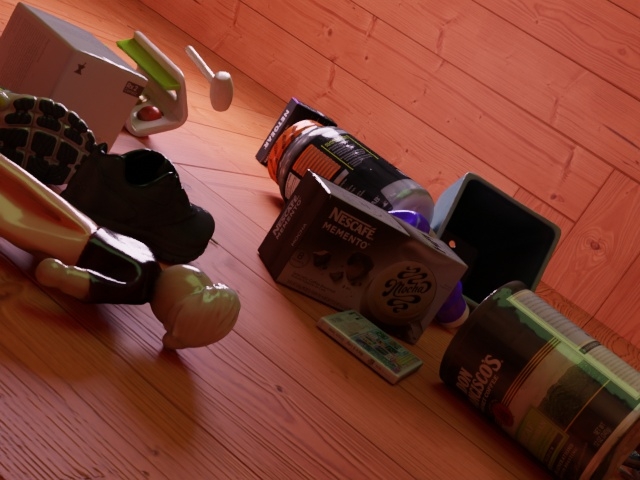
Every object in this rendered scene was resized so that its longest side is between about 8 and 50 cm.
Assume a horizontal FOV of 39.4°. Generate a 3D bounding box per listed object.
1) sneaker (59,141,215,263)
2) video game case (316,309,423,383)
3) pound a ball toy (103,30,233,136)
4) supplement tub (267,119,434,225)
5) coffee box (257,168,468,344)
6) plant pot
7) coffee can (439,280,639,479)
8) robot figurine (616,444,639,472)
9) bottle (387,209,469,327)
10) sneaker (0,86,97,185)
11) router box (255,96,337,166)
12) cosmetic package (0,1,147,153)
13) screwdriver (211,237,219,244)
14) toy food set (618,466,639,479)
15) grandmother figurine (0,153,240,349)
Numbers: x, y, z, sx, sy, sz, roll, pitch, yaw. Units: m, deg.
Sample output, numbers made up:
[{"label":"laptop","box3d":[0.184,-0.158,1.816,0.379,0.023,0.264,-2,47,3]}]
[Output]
[{"label":"sneaker","box3d":[-0.214,-0.050,1.157,0.109,0.130,0.286,36,11,22]},{"label":"video game case","box3d":[0.078,0.157,1.354,0.143,0.019,0.157,37,12,16]},{"label":"pound a ball toy","box3d":[-0.329,-0.308,1.798,0.208,0.136,0.319,-16,38,-25]},{"label":"supplement tub","box3d":[0.055,-0.102,1.878,0.338,0.207,0.207,41,14,32]},{"label":"coffee box","box3d":[0.070,0.030,1.481,0.297,0.168,0.119,27,13,-28]},{"label":"plant pot","box3d":[0.317,0.036,1.942,0.247,0.247,0.252,31,-14,-11]},{"label":"coffee can","box3d":[0.348,0.220,1.354,0.275,0.201,0.201,40,14,29]},{"label":"robot figurine","box3d":[0.540,0.342,1.563,0.291,0.085,0.211,8,25,-34]},{"label":"bottle","box3d":[0.197,0.060,1.691,0.118,0.092,0.283,-1,-39,39]},{"label":"sneaker","box3d":[-0.415,-0.159,1.153,0.275,0.107,0.110,25,5,-34]},{"label":"router box","box3d":[-0.060,-0.249,2.233,0.133,0.179,0.046,25,16,-33]},{"label":"cosmetic package","box3d":[-0.405,-0.250,1.405,0.183,0.151,0.151,40,14,33]},{"label":"screwdriver","box3d":[-0.220,-0.049,1.393,0.170,0.025,0.024,34,12,11]},{"label":"toy food set","box3d":[0.611,0.428,1.601,0.132,0.038,0.192,40,14,30]},{"label":"grandmother figurine","box3d":[-0.241,0.011,0.926,0.342,0.104,0.208,28,21,-8]}]
